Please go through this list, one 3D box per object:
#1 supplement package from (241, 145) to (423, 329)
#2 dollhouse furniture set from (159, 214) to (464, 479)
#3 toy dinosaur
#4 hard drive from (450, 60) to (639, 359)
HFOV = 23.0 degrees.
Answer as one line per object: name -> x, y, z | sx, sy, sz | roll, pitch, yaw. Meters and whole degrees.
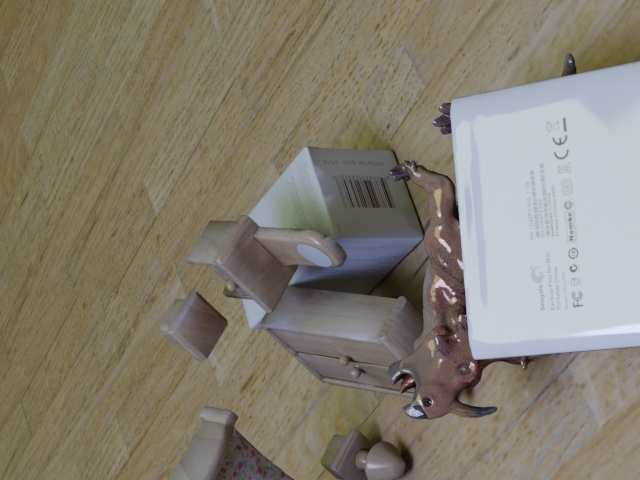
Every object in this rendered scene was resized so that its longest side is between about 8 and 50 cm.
supplement package -> 0.000, 0.000, 1.525 | 0.179, 0.105, 0.105 | -47, 53, 45
dollhouse furniture set -> -0.041, 0.208, 1.365 | 0.173, 0.303, 0.356 | 3, 56, 47
toy dinosaur -> 0.162, -0.003, 1.274 | 0.296, 0.127, 0.200 | -51, 56, 28
hard drive -> 0.239, -0.027, 1.122 | 0.307, 0.040, 0.203 | -8, 83, 35
